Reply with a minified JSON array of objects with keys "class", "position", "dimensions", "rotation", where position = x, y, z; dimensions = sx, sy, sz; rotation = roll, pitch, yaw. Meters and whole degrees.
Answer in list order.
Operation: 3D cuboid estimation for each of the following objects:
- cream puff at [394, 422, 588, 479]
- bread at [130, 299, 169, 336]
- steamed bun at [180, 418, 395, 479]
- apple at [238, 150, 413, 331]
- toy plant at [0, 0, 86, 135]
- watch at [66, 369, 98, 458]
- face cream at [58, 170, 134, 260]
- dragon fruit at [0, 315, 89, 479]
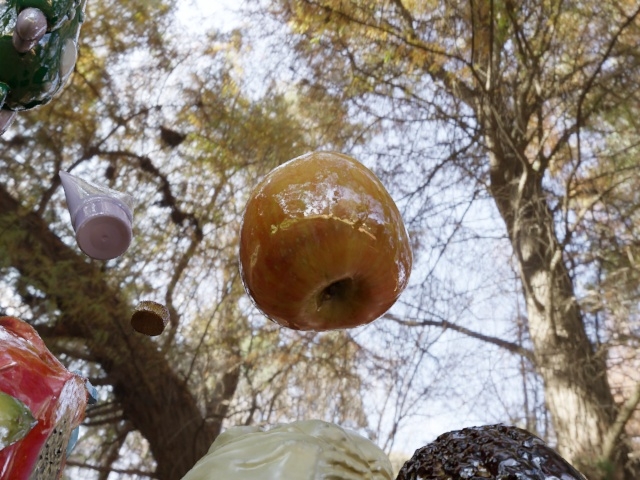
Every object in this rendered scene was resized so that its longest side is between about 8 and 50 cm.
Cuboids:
[{"class":"cream puff","position":[0.138,0.261,0.424],"dimensions":[0.165,0.239,0.239],"rotation":[-26,-48,-15]},{"class":"bread","position":[-0.383,0.171,1.301],"dimensions":[0.085,0.053,0.085],"rotation":[1,-58,2]},{"class":"steamed bun","position":[-0.056,0.330,0.655],"dimensions":[0.203,0.289,0.275],"rotation":[-3,-78,35]},{"class":"apple","position":[0.000,0.000,0.819],"dimensions":[0.242,0.241,0.242],"rotation":[-7,-48,-8]},{"class":"toy plant","position":[-0.365,-0.242,0.722],"dimensions":[0.113,0.243,0.232],"rotation":[25,-64,-27]},{"class":"watch","position":[-0.565,0.363,1.146],"dimensions":[0.211,0.193,0.210],"rotation":[1,-38,1]},{"class":"face cream","position":[-0.409,-0.061,1.073],"dimensions":[0.154,0.274,0.096],"rotation":[18,-74,-29]},{"class":"dragon fruit","position":[-0.317,0.193,0.486],"dimensions":[0.190,0.290,0.290],"rotation":[11,-47,2]}]
